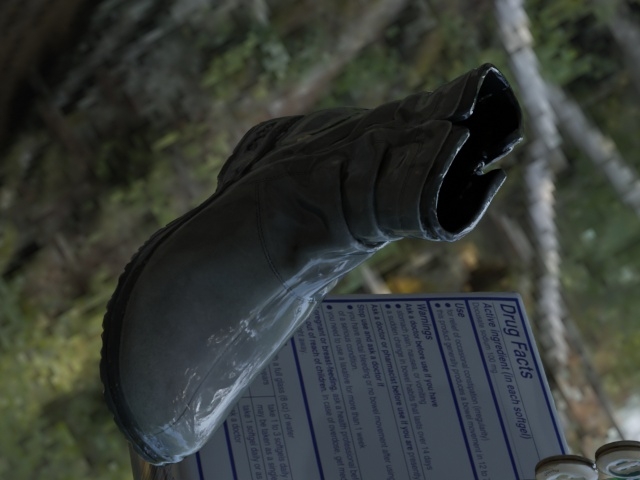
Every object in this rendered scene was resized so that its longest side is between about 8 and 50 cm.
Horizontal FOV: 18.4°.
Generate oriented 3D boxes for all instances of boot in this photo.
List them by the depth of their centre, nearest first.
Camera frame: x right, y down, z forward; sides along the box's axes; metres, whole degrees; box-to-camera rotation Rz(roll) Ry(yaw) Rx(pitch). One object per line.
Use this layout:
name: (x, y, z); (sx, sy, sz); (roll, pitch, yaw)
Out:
boot: (0.000, 0.000, 0.979); (0.161, 0.083, 0.246); (-14, -146, 40)

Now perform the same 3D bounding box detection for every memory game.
memory game: (0.196, 0.163, 1.172); (0.186, 0.012, 0.186); (2, 148, 1)

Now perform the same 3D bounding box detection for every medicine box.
medicine box: (0.026, 0.184, 1.406); (0.289, 0.263, 0.149); (0, 142, -18)
